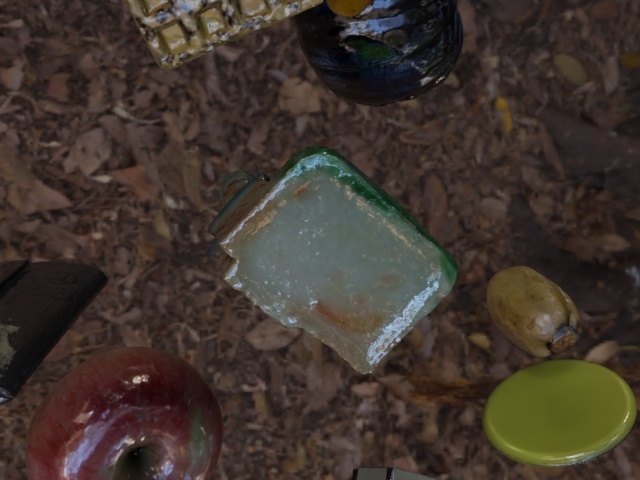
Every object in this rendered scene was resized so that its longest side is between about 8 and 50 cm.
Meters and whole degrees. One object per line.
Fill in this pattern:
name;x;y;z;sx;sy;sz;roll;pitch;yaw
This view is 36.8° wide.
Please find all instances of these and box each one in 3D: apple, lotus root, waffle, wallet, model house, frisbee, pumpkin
apple;-0.344;0.335;1.672;0.344;0.269;0.345;-9;110;-27
lotus root;0.331;0.104;1.536;0.118;0.221;0.125;-42;127;1
waffle;-0.171;-0.430;1.218;0.114;0.261;0.376;-98;163;-62
wallet;-0.377;0.096;1.115;0.321;0.170;0.044;-72;163;-69
model house;0.000;0.000;1.422;0.312;0.280;0.245;39;97;-17
frisbee;0.364;0.259;1.479;0.236;0.236;0.017;-46;131;-41
pumpkin;0.092;-0.393;1.559;0.363;0.266;0.363;-13;90;-77

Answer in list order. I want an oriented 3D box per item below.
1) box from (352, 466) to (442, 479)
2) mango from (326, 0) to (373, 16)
box;0.169;0.469;1.471;0.310;0.084;0.198;25;62;-42
mango;0.056;-0.344;1.150;0.090;0.178;0.115;3;79;-21
